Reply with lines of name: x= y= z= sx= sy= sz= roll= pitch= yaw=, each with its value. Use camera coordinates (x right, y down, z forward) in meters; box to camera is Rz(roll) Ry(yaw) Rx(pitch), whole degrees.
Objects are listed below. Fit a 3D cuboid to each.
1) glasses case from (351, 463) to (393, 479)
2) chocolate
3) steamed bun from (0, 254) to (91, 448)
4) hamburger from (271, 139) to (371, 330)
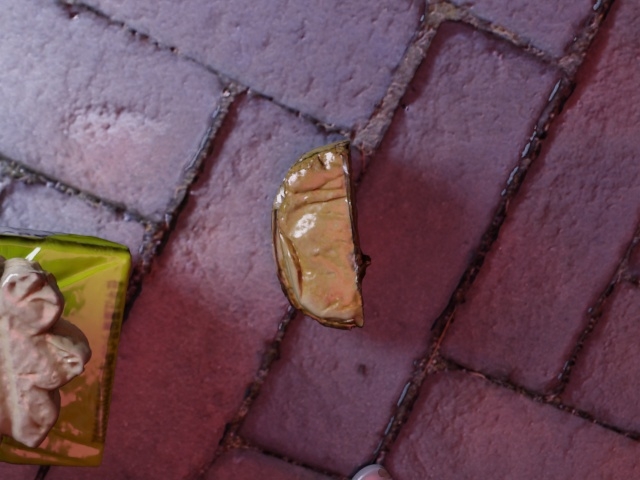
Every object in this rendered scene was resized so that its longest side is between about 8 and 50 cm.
glasses case: x=0.099 y=0.399 z=1.975 sx=0.063 sy=0.041 sz=0.164 roll=-31 pitch=111 yaw=-7
chocolate: x=-0.406 y=0.123 z=1.702 sx=0.288 sy=0.137 sz=0.301 roll=7 pitch=104 yaw=-17
steamed bun: x=-0.428 y=0.120 z=1.552 sx=0.292 sy=0.137 sz=0.295 roll=30 pitch=102 yaw=-22
hamburger: x=0.000 y=0.000 z=1.804 sx=0.131 sy=0.124 sz=0.262 roll=-5 pitch=102 yaw=4
